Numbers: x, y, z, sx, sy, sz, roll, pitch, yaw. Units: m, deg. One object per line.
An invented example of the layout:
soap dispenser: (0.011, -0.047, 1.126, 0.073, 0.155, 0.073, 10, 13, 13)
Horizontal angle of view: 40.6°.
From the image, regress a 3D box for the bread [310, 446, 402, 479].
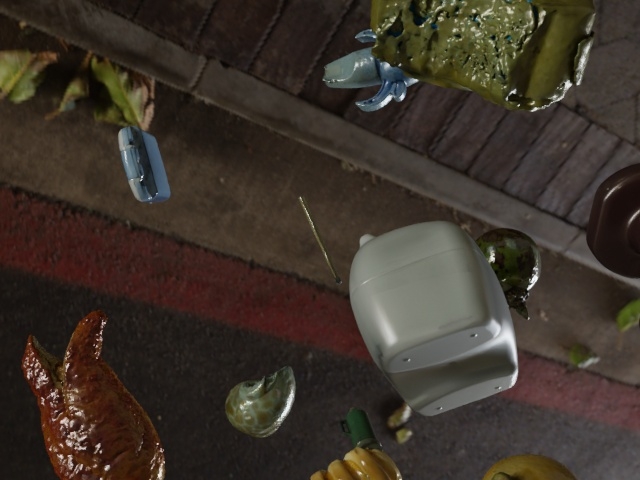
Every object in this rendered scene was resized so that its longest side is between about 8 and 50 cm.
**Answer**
bread: (0.035, 0.577, 1.877, 0.311, 0.121, 0.173, -37, 97, 3)

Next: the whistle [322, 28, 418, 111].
whistle: (0.136, -0.352, 1.740, 0.269, 0.180, 0.093, -6, 158, 21)

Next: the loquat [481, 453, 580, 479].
loquat: (0.272, 0.361, 1.128, 0.149, 0.172, 0.204, -13, 135, 38)

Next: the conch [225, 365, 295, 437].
conch: (-0.099, 0.278, 1.460, 0.106, 0.116, 0.173, 49, 123, 1)

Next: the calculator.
calculator: (-0.282, -0.120, 1.397, 0.039, 0.210, 0.121, -14, 93, -1)

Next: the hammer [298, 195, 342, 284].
hammer: (0.000, 0.000, 1.741, 0.013, 0.198, 0.062, -24, 169, 2)

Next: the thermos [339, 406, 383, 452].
thermos: (0.106, 0.520, 2.333, 0.083, 0.187, 0.073, -25, 117, 1)

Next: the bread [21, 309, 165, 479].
bread: (-0.298, 0.230, 1.118, 0.139, 0.095, 0.268, -26, 88, 0)

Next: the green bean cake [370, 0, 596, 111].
green bean cake: (0.216, -0.302, 1.250, 0.310, 0.285, 0.202, 11, 122, 2)

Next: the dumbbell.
dumbbell: (0.359, 0.019, 0.868, 0.124, 0.225, 0.140, 1, 118, -1)

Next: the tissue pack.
tissue pack: (0.181, 0.115, 1.390, 0.230, 0.236, 0.333, -21, 146, 9)

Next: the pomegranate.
pomegranate: (0.345, 0.056, 1.635, 0.149, 0.169, 0.148, 10, 126, 14)
